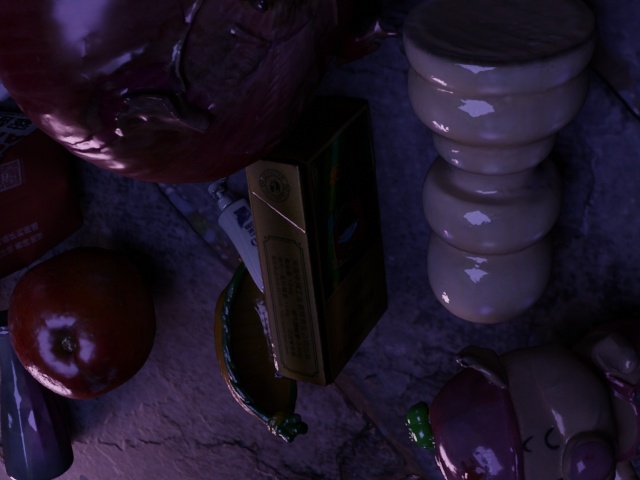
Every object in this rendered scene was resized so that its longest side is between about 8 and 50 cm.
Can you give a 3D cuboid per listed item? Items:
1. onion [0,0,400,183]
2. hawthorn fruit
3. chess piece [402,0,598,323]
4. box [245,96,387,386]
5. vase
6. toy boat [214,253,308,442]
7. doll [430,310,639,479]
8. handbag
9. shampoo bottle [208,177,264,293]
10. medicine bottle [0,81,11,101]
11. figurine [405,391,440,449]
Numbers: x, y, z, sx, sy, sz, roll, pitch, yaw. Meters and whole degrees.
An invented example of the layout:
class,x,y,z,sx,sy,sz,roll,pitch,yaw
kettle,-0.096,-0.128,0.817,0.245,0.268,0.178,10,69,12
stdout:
class,x,y,z,sx,sy,sz,roll,pitch,yaw
onion,-0.112,-0.217,1.048,0.354,0.353,0.353,12,121,21
hawthorn fruit,-0.261,0.095,1.395,0.173,0.173,0.172,12,121,21
chess piece,0.152,-0.063,1.118,0.167,0.167,0.299,13,128,20
box,0.000,0.000,1.218,0.071,0.159,0.240,7,121,26
vase,-0.367,0.191,1.564,0.086,0.086,0.214,4,113,25
toy boat,-0.064,0.102,1.342,0.088,0.089,0.229,-14,86,50
doll,0.227,0.167,1.132,0.152,0.256,0.196,147,106,-72
handbag,-0.400,-0.026,1.320,0.171,0.298,0.151,7,119,24
shampoo bottle,-0.076,-0.009,1.300,0.049,0.034,0.141,-44,61,10
medicine bottle,-0.350,-0.262,1.302,0.115,0.078,0.219,-29,101,27
figurine,0.173,0.195,1.284,0.156,0.094,0.115,-18,129,15
